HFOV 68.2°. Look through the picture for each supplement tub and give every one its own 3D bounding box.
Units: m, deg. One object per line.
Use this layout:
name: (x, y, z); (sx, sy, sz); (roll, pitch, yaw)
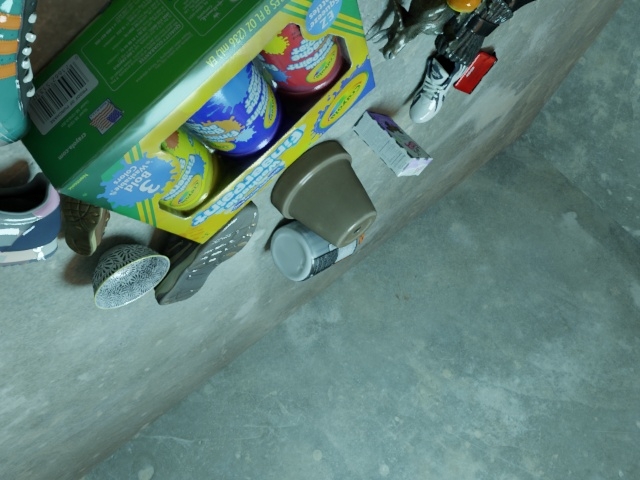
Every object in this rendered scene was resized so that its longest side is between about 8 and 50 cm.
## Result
supplement tub: (0.000, 0.000, 1.612); (0.316, 0.193, 0.193); (-25, 158, -46)

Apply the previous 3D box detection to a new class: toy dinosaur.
toy dinosaur: (0.257, -0.496, 0.979); (0.313, 0.160, 0.121); (-44, 160, -8)

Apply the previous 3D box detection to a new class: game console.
game console: (0.522, -0.581, 1.604); (0.124, 0.085, 0.144); (9, 135, -29)

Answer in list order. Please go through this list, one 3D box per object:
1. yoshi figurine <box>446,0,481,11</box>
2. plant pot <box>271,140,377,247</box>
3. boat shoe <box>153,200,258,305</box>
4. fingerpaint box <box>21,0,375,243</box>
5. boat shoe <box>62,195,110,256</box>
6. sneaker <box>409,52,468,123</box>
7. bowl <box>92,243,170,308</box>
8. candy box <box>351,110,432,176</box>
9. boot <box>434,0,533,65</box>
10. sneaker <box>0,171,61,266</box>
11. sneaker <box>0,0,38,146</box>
yoshi figurine: (0.247, -0.544, 0.731); (0.204, 0.203, 0.362); (-25, 156, -27)
plant pot: (0.029, -0.105, 1.331); (0.263, 0.229, 0.263); (-37, 165, -12)
boat shoe: (-0.287, 0.009, 1.079); (0.355, 0.130, 0.132); (-41, 162, 23)
fingerpaint box: (-0.144, -0.219, 0.722); (0.445, 0.163, 0.371); (-42, 164, 2)
boat shoe: (-0.396, -0.046, 0.811); (0.178, 0.064, 0.060); (-55, -170, 44)
sneaker: (0.322, -0.449, 1.343); (0.235, 0.094, 0.153); (-47, 162, 19)
bowl: (-0.414, 0.060, 0.999); (0.170, 0.080, 0.170); (-37, 164, -13)
candy box: (0.208, -0.274, 1.350); (0.070, 0.196, 0.165); (-49, 163, 27)
boot: (0.454, -0.585, 1.197); (0.348, 0.131, 0.260); (-16, 145, -36)
sneaker: (-0.488, -0.027, 0.589); (0.319, 0.112, 0.131); (-20, 138, -58)
sneaker: (-0.313, -0.212, 0.443); (0.121, 0.108, 0.302); (-29, 159, -26)
